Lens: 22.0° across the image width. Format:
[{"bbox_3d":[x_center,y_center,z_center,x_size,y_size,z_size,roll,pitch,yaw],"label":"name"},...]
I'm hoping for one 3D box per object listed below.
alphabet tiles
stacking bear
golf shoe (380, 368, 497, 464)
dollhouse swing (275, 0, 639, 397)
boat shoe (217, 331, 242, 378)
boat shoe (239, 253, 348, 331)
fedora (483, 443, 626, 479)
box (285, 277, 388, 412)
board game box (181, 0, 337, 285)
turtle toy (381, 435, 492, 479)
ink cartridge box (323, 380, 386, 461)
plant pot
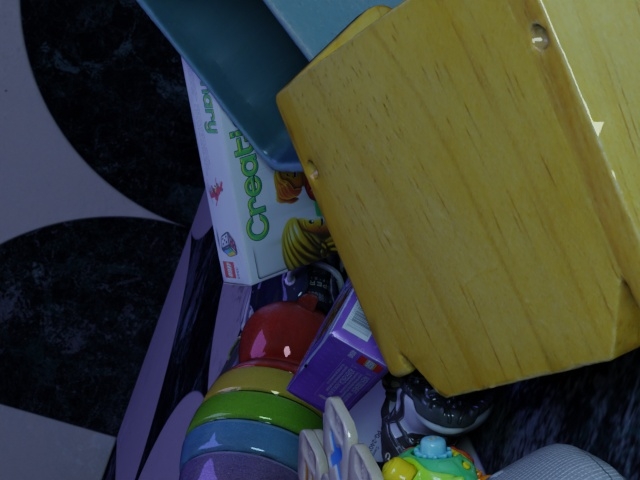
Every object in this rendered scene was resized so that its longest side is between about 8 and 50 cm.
[{"bbox_3d":[0.033,0.264,1.180,0.284,0.021,0.278,-123,30,-55],"label":"alphabet tiles"},{"bbox_3d":[-0.048,0.188,1.657,0.175,0.164,0.289,122,167,-50],"label":"stacking bear"},{"bbox_3d":[0.089,0.146,1.277,0.198,0.077,0.093,-178,95,-86],"label":"golf shoe"},{"bbox_3d":[0.188,-0.107,1.089,0.347,0.305,0.315,-26,86,64],"label":"dollhouse swing"},{"bbox_3d":[-0.077,0.156,2.031,0.227,0.081,0.068,-58,14,29],"label":"boat shoe"},{"bbox_3d":[0.000,0.000,1.830,0.158,0.127,0.340,-116,36,-65],"label":"boat shoe"},{"bbox_3d":[0.125,0.184,0.752,0.124,0.243,0.275,-42,4,2],"label":"fedora"},{"bbox_3d":[0.079,-0.007,1.342,0.293,0.057,0.201,-60,1,-20],"label":"box"},{"bbox_3d":[-0.040,-0.126,1.686,0.053,0.193,0.305,5,110,48],"label":"board game box"},{"bbox_3d":[0.081,0.185,1.204,0.066,0.095,0.130,-54,3,-26],"label":"turtle toy"},{"bbox_3d":[0.048,0.113,1.516,0.150,0.063,0.109,-91,22,-60],"label":"ink cartridge box"},{"bbox_3d":[0.020,-0.236,1.513,0.252,0.248,0.247,-46,22,-18],"label":"plant pot"}]
